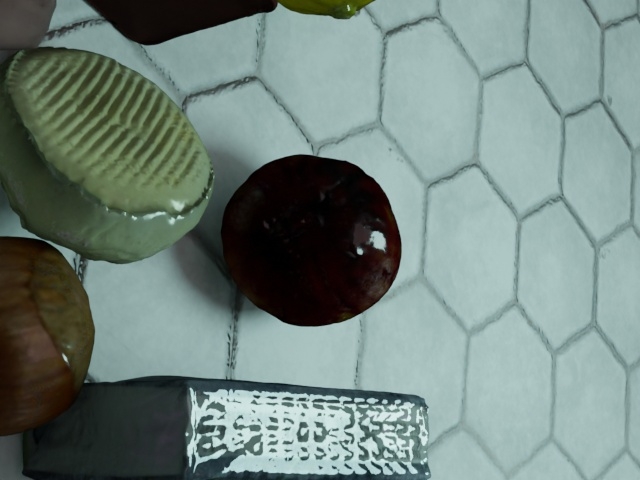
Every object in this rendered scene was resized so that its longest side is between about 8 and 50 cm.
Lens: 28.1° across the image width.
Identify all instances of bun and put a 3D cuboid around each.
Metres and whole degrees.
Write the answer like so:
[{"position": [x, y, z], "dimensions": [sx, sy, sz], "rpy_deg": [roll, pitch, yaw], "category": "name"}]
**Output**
[{"position": [-0.257, -0.087, 1.418], "dimensions": [0.287, 0.146, 0.287], "rpy_deg": [27, 35, -21], "category": "bun"}]

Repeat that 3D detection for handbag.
[{"position": [-0.202, -0.346, 1.467], "dimensions": [0.275, 0.260, 0.084], "rpy_deg": [39, 58, -40], "category": "handbag"}]

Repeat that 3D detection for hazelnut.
[{"position": [-0.338, 0.100, 1.324], "dimensions": [0.214, 0.176, 0.214], "rpy_deg": [5, 63, -11], "category": "hazelnut"}]

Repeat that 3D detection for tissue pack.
[{"position": [-0.102, 0.229, 1.468], "dimensions": [0.394, 0.288, 0.124], "rpy_deg": [13, 75, -45], "category": "tissue pack"}]

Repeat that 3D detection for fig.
[{"position": [-0.002, 0.002, 1.666], "dimensions": [0.263, 0.224, 0.224], "rpy_deg": [41, 56, -44], "category": "fig"}]

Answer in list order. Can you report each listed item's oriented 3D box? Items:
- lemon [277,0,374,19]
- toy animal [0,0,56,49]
[{"position": [0.007, -0.449, 1.722], "dimensions": [0.245, 0.245, 0.320], "rpy_deg": [3, 76, -47], "category": "lemon"}, {"position": [-0.385, -0.287, 1.324], "dimensions": [0.281, 0.195, 0.169], "rpy_deg": [9, 97, -32], "category": "toy animal"}]
